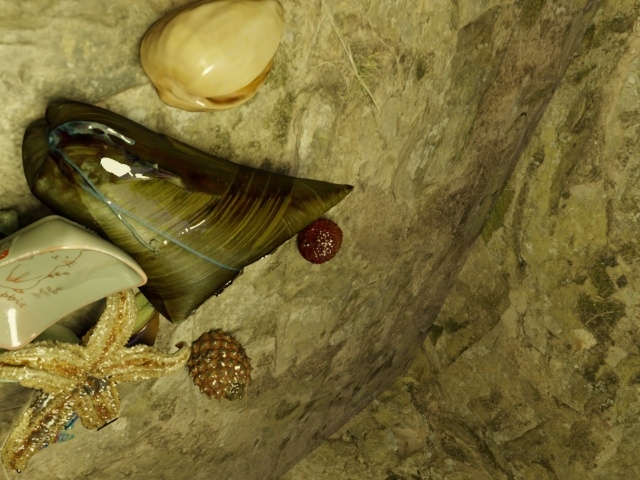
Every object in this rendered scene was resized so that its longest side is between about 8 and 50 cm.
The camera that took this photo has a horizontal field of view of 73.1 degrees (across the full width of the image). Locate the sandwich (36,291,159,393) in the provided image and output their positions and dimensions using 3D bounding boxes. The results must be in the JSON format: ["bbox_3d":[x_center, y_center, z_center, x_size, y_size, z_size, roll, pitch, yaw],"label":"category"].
[{"bbox_3d":[-0.415,0.218,0.846,0.258,0.094,0.096,-40,143,-16],"label":"sandwich"}]

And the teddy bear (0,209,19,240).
[{"bbox_3d":[-0.448,0.020,0.574,0.133,0.111,0.213,-43,147,-8],"label":"teddy bear"}]

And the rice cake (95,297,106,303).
[{"bbox_3d":[-0.378,0.052,0.695,0.085,0.040,0.226,-44,171,-14],"label":"rice cake"}]

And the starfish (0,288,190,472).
[{"bbox_3d":[-0.376,0.227,0.722,0.312,0.113,0.303,-25,134,-36],"label":"starfish"}]

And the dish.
[{"bbox_3d":[-0.343,0.045,0.516,0.212,0.077,0.151,-27,156,3],"label":"dish"}]

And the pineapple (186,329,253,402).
[{"bbox_3d":[-0.247,0.326,1.088,0.166,0.193,0.166,-29,141,-27],"label":"pineapple"}]

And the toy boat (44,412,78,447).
[{"bbox_3d":[-0.528,0.373,0.861,0.175,0.091,0.110,-42,132,-7],"label":"toy boat"}]

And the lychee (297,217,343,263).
[{"bbox_3d":[0.002,-0.002,1.144,0.129,0.123,0.123,-22,140,-21],"label":"lychee"}]

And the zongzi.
[{"bbox_3d":[-0.160,-0.099,0.682,0.432,0.208,0.403,-29,144,-6],"label":"zongzi"}]

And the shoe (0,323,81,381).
[{"bbox_3d":[-0.505,0.175,0.681,0.110,0.095,0.265,-47,152,-6],"label":"shoe"}]

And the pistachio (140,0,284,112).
[{"bbox_3d":[-0.148,-0.281,0.639,0.229,0.157,0.157,-44,149,-24],"label":"pistachio"}]
